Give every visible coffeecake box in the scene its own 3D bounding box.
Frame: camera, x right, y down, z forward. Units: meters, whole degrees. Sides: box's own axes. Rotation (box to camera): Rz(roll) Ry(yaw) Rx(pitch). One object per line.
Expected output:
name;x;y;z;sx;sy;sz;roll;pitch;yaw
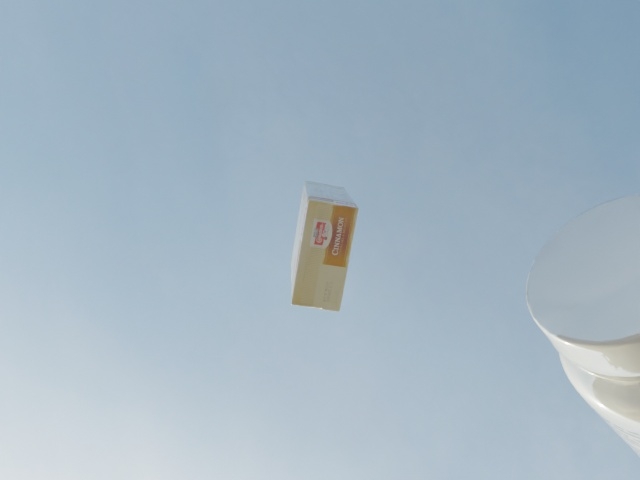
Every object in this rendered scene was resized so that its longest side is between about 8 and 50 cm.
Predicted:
coffeecake box;0.000;0.000;0.798;0.068;0.185;0.143;9;-77;-5

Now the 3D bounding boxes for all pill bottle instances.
pill bottle;0.299;0.103;0.451;0.160;0.160;0.283;-41;-64;16
